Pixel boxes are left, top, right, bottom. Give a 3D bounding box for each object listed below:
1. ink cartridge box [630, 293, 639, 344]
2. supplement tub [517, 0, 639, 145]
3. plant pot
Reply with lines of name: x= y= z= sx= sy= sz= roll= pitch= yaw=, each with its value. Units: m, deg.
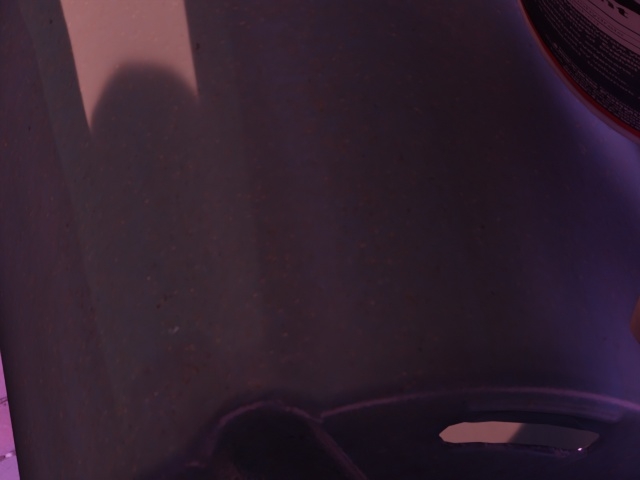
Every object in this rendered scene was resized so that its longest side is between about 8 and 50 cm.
ink cartridge box: x=0.149 y=0.042 z=0.344 sx=0.086 sy=0.148 sz=0.203 roll=-40 pitch=-13 yaw=3
supplement tub: x=0.138 y=-0.127 z=0.415 sx=0.191 sy=0.191 sz=0.272 roll=-38 pitch=-12 yaw=4
plant pot: x=0.000 y=0.000 z=0.650 sx=0.341 sy=0.334 sz=0.341 roll=-8 pitch=-38 yaw=-6
